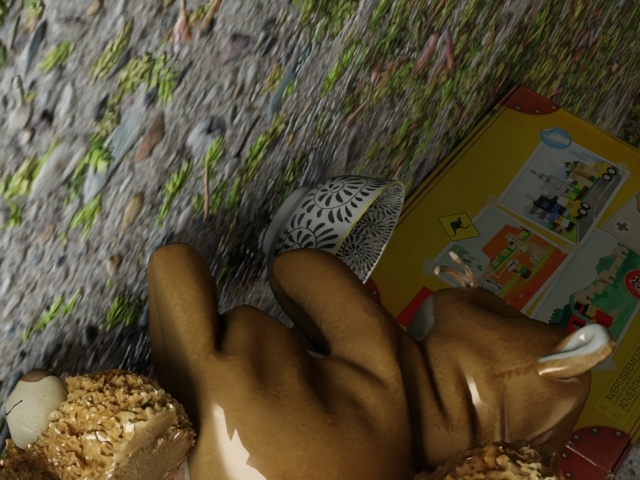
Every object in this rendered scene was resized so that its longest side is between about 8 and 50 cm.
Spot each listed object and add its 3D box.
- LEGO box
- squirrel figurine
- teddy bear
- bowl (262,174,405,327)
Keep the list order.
[{"bbox_3d":[0.260,0.078,1.811,0.500,0.372,0.193,-45,161,-40],"label":"LEGO box"},{"bbox_3d":[0.068,0.181,1.169,0.370,0.397,0.281,-6,130,-25],"label":"squirrel figurine"},{"bbox_3d":[-0.237,0.207,0.998,0.338,0.113,0.245,-52,159,3],"label":"teddy bear"},{"bbox_3d":[0.000,0.000,1.370,0.170,0.080,0.170,-52,165,-21],"label":"bowl"}]
